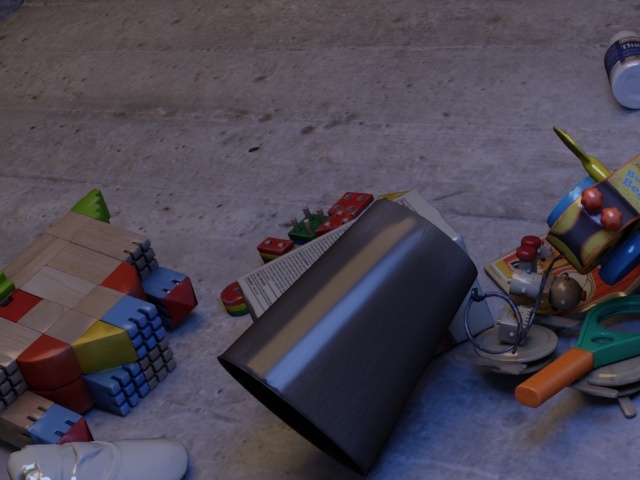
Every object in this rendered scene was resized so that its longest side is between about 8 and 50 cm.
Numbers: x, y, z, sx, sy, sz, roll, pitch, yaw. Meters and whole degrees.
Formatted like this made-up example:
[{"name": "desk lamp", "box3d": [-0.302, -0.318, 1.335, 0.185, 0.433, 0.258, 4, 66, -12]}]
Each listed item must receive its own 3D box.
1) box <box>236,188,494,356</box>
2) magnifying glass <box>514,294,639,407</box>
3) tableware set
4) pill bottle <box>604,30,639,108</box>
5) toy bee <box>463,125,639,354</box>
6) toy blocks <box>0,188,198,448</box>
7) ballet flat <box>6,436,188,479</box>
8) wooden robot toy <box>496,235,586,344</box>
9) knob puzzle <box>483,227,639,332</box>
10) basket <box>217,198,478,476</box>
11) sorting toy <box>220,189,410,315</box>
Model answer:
[{"name": "box", "box3d": [0.047, 0.067, 1.699, 0.232, 0.127, 0.148, -26, 28, -5]}, {"name": "magnifying glass", "box3d": [0.268, 0.105, 1.503, 0.092, 0.026, 0.231, 14, 28, 42]}, {"name": "tableware set", "box3d": [0.242, 0.124, 1.548, 0.194, 0.039, 0.128, 11, 28, 38]}, {"name": "pill bottle", "box3d": [0.399, -0.223, 1.989, 0.067, 0.067, 0.120, -17, 29, 12]}, {"name": "toy bee", "box3d": [0.286, -0.015, 1.497, 0.195, 0.162, 0.298, 27, 66, 6]}, {"name": "toy blocks", "box3d": [-0.294, 0.114, 1.863, 0.261, 0.191, 0.381, 17, 48, 35]}, {"name": "ballet flat", "box3d": [-0.321, 0.293, 1.591, 0.400, 0.139, 0.139, -32, 29, -15]}, {"name": "wooden robot toy", "box3d": [0.236, 0.046, 1.601, 0.079, 0.076, 0.173, 12, 29, 12]}, {"name": "knob puzzle", "box3d": [0.294, 0.015, 1.705, 0.213, 0.030, 0.213, -18, 28, 10]}, {"name": "basket", "box3d": [0.040, 0.086, 1.529, 0.227, 0.204, 0.154, -52, 36, -12]}, {"name": "sorting toy", "box3d": [0.000, 0.000, 1.934, 0.132, 0.046, 0.274, 9, 42, 45]}]
